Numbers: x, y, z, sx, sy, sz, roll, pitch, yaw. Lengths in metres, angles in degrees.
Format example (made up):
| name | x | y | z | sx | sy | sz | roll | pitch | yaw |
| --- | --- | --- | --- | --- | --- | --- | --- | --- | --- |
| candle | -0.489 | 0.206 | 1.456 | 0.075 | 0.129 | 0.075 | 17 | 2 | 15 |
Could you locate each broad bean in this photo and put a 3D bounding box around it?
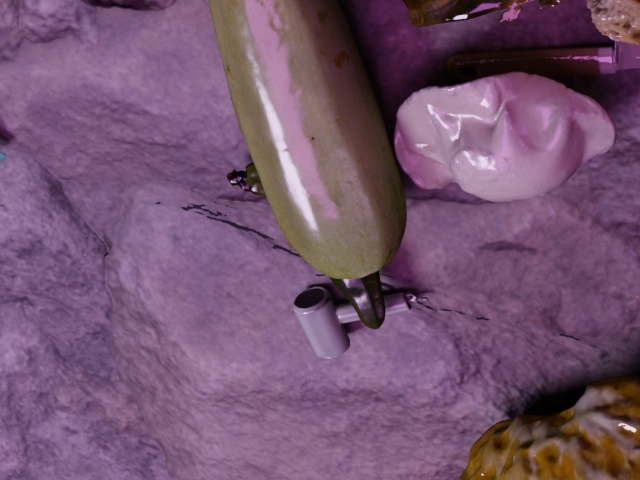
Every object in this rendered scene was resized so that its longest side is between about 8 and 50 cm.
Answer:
| name | x | y | z | sx | sy | sz | roll | pitch | yaw |
| --- | --- | --- | --- | --- | --- | --- | --- | --- | --- |
| broad bean | 0.004 | -0.006 | 1.486 | 0.195 | 0.046 | 0.061 | 45 | 123 | -12 |

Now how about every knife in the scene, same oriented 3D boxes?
| name | x | y | z | sx | sy | sz | roll | pitch | yaw |
| --- | --- | --- | --- | --- | --- | --- | --- | --- | --- |
| knife | 0.242 | -0.151 | 1.314 | 0.298 | 0.017 | 0.047 | -1 | 122 | 20 |

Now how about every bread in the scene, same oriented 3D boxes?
| name | x | y | z | sx | sy | sz | roll | pitch | yaw |
| --- | --- | --- | --- | --- | --- | --- | --- | --- | --- |
| bread | 0.285 | -0.170 | 1.241 | 0.136 | 0.154 | 0.054 | -13 | 117 | -13 |

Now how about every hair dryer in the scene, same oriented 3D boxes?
| name | x | y | z | sx | sy | sz | roll | pitch | yaw |
| --- | --- | --- | --- | --- | --- | --- | --- | --- | --- |
| hair dryer | 0.042 | 0.068 | 1.545 | 0.124 | 0.038 | 0.063 | -13 | 123 | 18 |

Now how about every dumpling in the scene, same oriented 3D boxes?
| name | x | y | z | sx | sy | sz | roll | pitch | yaw |
| --- | --- | --- | --- | --- | --- | --- | --- | --- | --- |
| dumpling | 0.138 | -0.093 | 1.328 | 0.169 | 0.100 | 0.134 | 12 | 157 | 46 |

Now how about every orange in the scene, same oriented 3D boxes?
| name | x | y | z | sx | sy | sz | roll | pitch | yaw |
| --- | --- | --- | --- | --- | --- | --- | --- | --- | --- |
| orange | 0.284 | 0.263 | 1.501 | 0.271 | 0.210 | 0.368 | 43 | 130 | -19 |

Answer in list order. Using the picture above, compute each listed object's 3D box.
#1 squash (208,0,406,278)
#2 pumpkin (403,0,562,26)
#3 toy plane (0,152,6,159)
| name | x | y | z | sx | sy | sz | roll | pitch | yaw |
| --- | --- | --- | --- | --- | --- | --- | --- | --- | --- |
| squash | -0.021 | -0.134 | 1.355 | 0.118 | 0.118 | 0.371 | -10 | 116 | 25 |
| pumpkin | 0.195 | -0.279 | 1.131 | 0.325 | 0.242 | 0.232 | -5 | 99 | 33 |
| toy plane | -0.392 | -0.044 | 1.584 | 0.096 | 0.060 | 0.235 | 34 | 133 | -18 |
